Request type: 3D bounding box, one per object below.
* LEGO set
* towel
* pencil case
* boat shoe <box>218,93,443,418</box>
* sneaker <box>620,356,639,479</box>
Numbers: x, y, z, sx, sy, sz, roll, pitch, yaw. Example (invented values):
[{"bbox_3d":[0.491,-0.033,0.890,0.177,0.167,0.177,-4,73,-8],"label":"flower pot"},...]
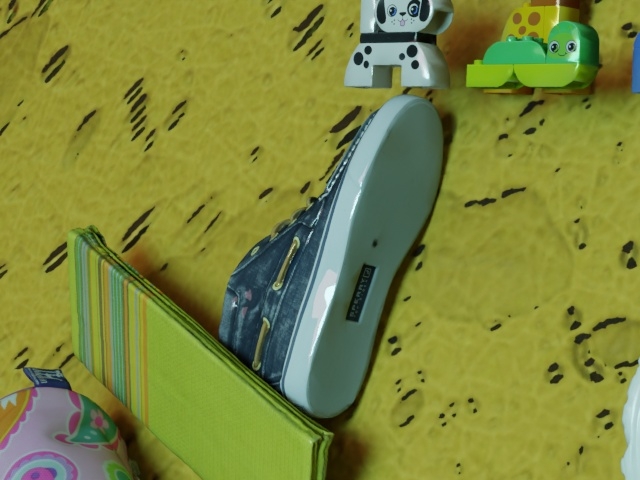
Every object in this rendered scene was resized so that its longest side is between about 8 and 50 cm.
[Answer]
[{"bbox_3d":[0.127,-0.121,0.824,0.227,0.087,0.093,4,93,39],"label":"LEGO set"},{"bbox_3d":[-0.074,0.086,0.932,0.237,0.021,0.102,37,137,39],"label":"towel"},{"bbox_3d":[-0.111,0.203,0.890,0.124,0.124,0.284,-50,51,14],"label":"pencil case"},{"bbox_3d":[0.000,0.000,0.900,0.083,0.065,0.183,20,89,41],"label":"boat shoe"},{"bbox_3d":[0.207,0.051,0.707,0.115,0.090,0.232,13,84,37],"label":"sneaker"}]
